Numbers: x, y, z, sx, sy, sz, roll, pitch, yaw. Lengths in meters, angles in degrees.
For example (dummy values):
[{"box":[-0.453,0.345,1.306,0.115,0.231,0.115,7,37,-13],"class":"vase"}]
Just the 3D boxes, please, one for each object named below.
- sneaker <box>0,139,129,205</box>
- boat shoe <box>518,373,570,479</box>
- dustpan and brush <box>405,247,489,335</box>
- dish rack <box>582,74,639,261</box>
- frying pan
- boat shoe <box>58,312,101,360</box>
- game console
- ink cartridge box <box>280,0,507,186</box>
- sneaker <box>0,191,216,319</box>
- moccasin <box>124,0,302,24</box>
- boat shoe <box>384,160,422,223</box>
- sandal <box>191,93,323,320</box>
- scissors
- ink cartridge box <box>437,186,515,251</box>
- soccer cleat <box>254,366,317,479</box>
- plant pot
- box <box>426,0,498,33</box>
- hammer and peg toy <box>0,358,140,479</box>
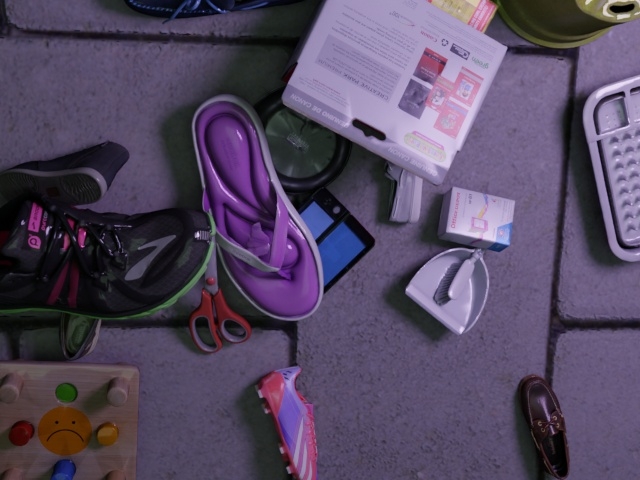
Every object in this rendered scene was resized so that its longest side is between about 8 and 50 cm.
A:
[{"box":[-0.436,-0.111,1.691,0.222,0.118,0.083,1,122,22],"class":"sneaker"},{"box":[0.438,0.359,1.903,0.073,0.073,0.207,-20,103,-1],"class":"boat shoe"},{"box":[0.266,0.048,1.812,0.147,0.060,0.211,39,67,-13],"class":"dustpan and brush"},{"box":[0.624,-0.149,1.807,0.285,0.072,0.333,-17,104,-4],"class":"dish rack"},{"box":[-0.096,-0.146,1.736,0.326,0.053,0.197,-28,103,-3],"class":"frying pan"},{"box":[-0.413,0.105,1.737,0.080,0.073,0.224,11,101,-6],"class":"boat shoe"},{"box":[0.000,0.000,1.754,0.144,0.085,0.124,-44,124,4],"class":"game console"},{"box":[0.106,-0.264,1.644,0.309,0.130,0.272,28,79,-10],"class":"ink cartridge box"},{"box":[-0.406,0.024,1.598,0.482,0.202,0.185,-7,66,7],"class":"sneaker"},{"box":[-0.158,-0.439,1.620,0.341,0.117,0.138,-11,104,-4],"class":"moccasin"},{"box":[0.145,-0.120,1.764,0.063,0.066,0.184,-2,113,-8],"class":"boat shoe"},{"box":[-0.126,-0.040,1.687,0.169,0.102,0.416,-20,102,13],"class":"sandal"},{"box":[-0.200,0.085,1.726,0.109,0.021,0.297,-9,128,7],"class":"scissors"},{"box":[0.280,-0.038,1.784,0.122,0.052,0.089,11,75,-7],"class":"ink cartridge box"},{"box":[-0.041,0.352,1.841,0.095,0.083,0.248,-22,102,-6],"class":"soccer cleat"},{"box":[0.443,-0.447,1.622,0.276,0.254,0.276,-2,104,-7],"class":"plant pot"},{"box":[0.182,-0.422,1.696,0.232,0.058,0.087,29,97,-13],"class":"box"},{"box":[-0.505,0.339,1.754,0.361,0.127,0.266,2,105,-7],"class":"hammer and peg toy"}]
